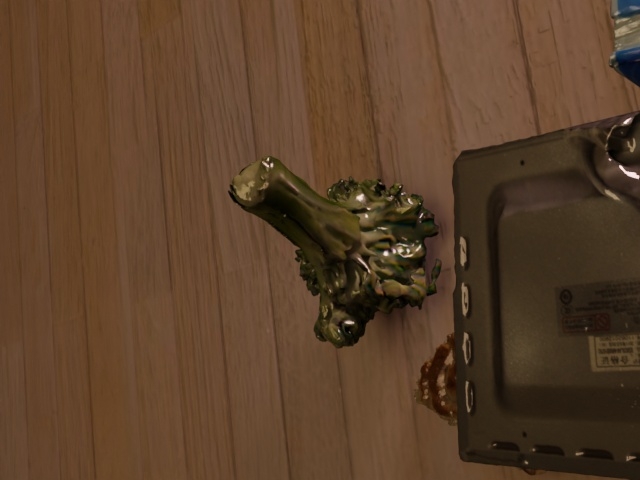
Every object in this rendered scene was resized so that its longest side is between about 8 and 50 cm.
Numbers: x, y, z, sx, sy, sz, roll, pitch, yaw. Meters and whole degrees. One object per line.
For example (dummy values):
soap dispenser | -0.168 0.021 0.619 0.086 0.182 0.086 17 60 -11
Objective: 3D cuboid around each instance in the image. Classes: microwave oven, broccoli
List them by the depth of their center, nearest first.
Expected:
microwave oven | 0.344 0.035 0.580 0.432 0.374 0.236 -9 80 47
broccoli | 0.000 0.019 0.962 0.177 0.275 0.198 7 91 40

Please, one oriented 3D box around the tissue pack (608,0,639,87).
tissue pack | 0.391 -0.191 0.671 0.263 0.198 0.146 -3 81 43

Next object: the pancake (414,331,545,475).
pancake | 0.194 0.119 0.937 0.244 0.057 0.266 -26 63 48
